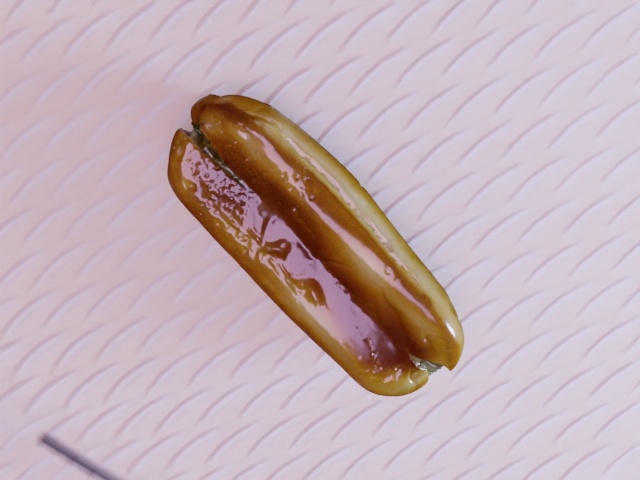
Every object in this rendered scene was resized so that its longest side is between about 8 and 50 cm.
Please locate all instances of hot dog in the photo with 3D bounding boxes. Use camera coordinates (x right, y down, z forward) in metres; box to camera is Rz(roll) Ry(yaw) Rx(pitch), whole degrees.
[{"bbox_3d":[0.000,0.000,0.986,0.100,0.068,0.249,-39,100,24],"label":"hot dog"}]
